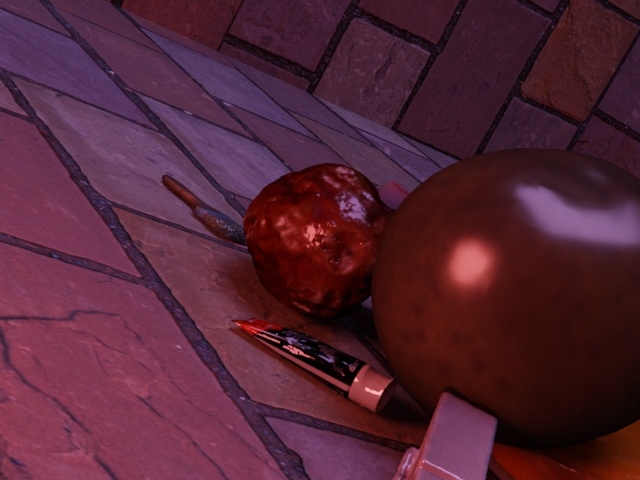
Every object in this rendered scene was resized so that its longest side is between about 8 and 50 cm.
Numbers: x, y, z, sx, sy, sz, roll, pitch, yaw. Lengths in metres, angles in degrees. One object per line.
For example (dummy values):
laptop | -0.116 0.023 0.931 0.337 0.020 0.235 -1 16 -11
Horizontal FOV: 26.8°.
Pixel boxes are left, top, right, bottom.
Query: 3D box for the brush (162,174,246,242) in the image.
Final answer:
brush | -0.172 -0.051 1.934 0.196 0.021 0.070 38 13 38

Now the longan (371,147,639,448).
longan | 0.235 0.057 1.482 0.361 0.361 0.361 28 12 -6

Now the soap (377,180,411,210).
soap | 0.193 0.077 1.813 0.285 0.107 0.296 47 -2 -28

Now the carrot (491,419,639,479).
carrot | 0.333 0.268 1.585 0.307 0.100 0.258 22 16 23

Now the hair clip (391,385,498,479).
hair clip | 0.103 0.233 1.225 0.085 0.101 0.331 33 15 7

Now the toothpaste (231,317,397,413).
toothpaste | -0.009 0.131 1.513 0.193 0.045 0.071 28 9 20

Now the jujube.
jujube | 0.000 0.000 1.711 0.197 0.197 0.290 26 -3 -14
